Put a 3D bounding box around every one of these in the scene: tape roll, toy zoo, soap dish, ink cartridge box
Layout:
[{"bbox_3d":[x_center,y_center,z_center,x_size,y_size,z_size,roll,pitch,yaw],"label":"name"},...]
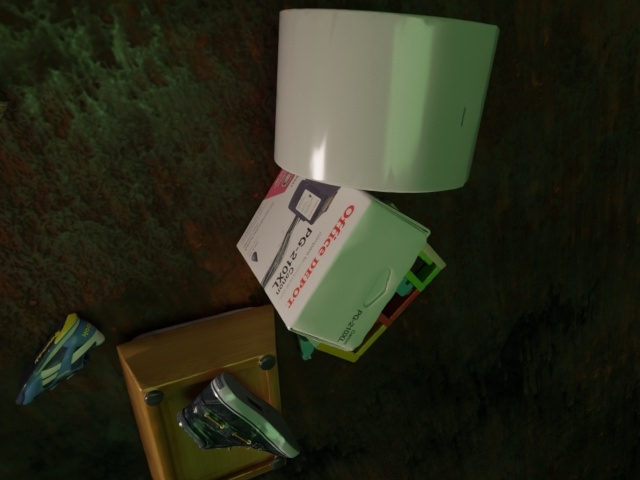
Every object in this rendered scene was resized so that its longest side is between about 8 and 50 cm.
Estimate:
[{"bbox_3d":[0.069,-0.170,0.545,0.246,0.246,0.169,-5,115,-23],"label":"tape roll"},{"bbox_3d":[0.067,0.093,0.793,0.293,0.030,0.192,-47,124,2],"label":"toy zoo"},{"bbox_3d":[-0.163,0.259,0.709,0.229,0.118,0.290,-12,118,-20],"label":"soap dish"},{"bbox_3d":[0.000,0.000,0.593,0.100,0.237,0.171,27,99,-32],"label":"ink cartridge box"}]

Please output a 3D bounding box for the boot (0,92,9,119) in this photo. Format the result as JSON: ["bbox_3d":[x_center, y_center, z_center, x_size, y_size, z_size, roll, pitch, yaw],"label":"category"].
[{"bbox_3d":[-0.352,-0.232,0.418,0.165,0.077,0.213,-46,123,-3],"label":"boot"}]

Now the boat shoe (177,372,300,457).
[{"bbox_3d":[-0.109,0.260,0.630,0.083,0.065,0.183,-39,118,-1],"label":"boat shoe"}]

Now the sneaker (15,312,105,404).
[{"bbox_3d":[-0.352,0.168,0.616,0.144,0.053,0.059,-49,126,4],"label":"sneaker"}]
